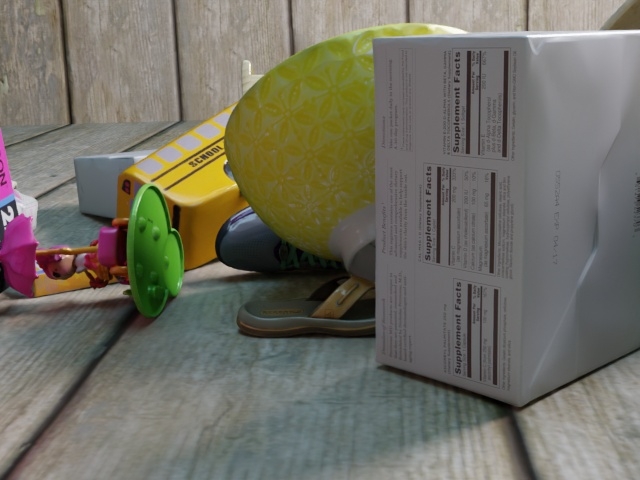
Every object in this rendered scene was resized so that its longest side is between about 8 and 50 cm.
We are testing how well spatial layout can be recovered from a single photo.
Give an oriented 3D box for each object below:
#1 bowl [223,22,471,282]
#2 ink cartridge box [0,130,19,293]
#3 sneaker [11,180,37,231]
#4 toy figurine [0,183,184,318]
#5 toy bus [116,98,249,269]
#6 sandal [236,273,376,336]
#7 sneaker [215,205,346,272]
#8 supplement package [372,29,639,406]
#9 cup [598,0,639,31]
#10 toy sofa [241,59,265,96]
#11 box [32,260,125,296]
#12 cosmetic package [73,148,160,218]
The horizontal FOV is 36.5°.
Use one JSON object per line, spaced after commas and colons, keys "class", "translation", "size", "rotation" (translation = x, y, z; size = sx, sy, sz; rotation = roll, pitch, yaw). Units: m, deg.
{"class": "bowl", "translation": [0.062, -0.053, 0.926], "size": [0.289, 0.156, 0.289], "rotation": [-11, -26, -5]}
{"class": "ink cartridge box", "translation": [-0.360, -0.017, 0.913], "size": [0.069, 0.175, 0.371], "rotation": [-4, 17, 8]}
{"class": "sneaker", "translation": [-0.456, -0.037, 1.286], "size": [0.111, 0.103, 0.252], "rotation": [-8, 20, -40]}
{"class": "toy figurine", "translation": [-0.234, 0.014, 0.964], "size": [0.159, 0.130, 0.173], "rotation": [-1, -9, 8]}
{"class": "toy bus", "translation": [-0.088, -0.093, 1.198], "size": [0.130, 0.108, 0.333], "rotation": [30, 45, 21]}
{"class": "sandal", "translation": [0.012, 0.055, 0.888], "size": [0.180, 0.049, 0.072], "rotation": [-2, 13, 0]}
{"class": "sneaker", "translation": [0.000, 0.000, 1.070], "size": [0.224, 0.083, 0.098], "rotation": [-7, 19, -23]}
{"class": "supplement package", "translation": [0.161, -0.034, 0.778], "size": [0.204, 0.261, 0.145], "rotation": [-13, 17, -43]}
{"class": "cup", "translation": [0.410, -0.074, 0.918], "size": [0.237, 0.331, 0.331], "rotation": [20, 3, -25]}
{"class": "toy sofa", "translation": [0.041, -0.215, 1.694], "size": [0.363, 0.177, 0.150], "rotation": [-1, -8, 3]}
{"class": "box", "translation": [-0.266, 0.031, 1.089], "size": [0.136, 0.028, 0.081], "rotation": [-12, 16, -30]}
{"class": "cosmetic package", "translation": [-0.142, -0.100, 1.445], "size": [0.377, 0.097, 0.284], "rotation": [-9, 11, -28]}
